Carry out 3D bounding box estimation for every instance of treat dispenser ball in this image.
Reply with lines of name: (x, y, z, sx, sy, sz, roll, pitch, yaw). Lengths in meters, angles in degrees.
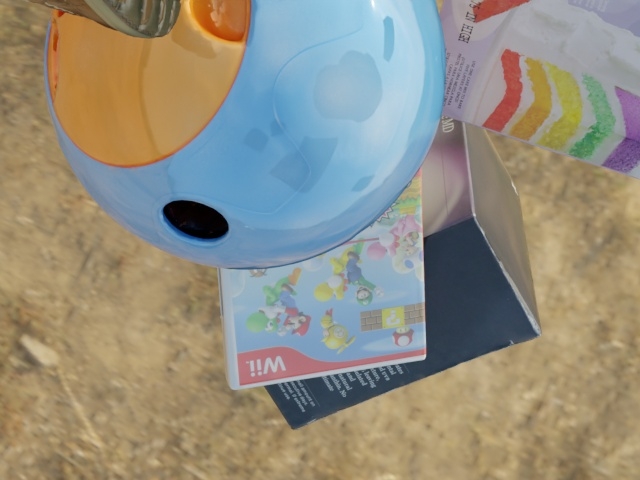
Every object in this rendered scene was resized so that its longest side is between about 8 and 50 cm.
treat dispenser ball: (-0.053, -0.123, 1.196, 0.288, 0.288, 0.288, -9, 107, -33)

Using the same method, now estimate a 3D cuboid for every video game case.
video game case: (0.000, 0.000, 1.606, 0.204, 0.025, 0.285, -8, 114, -12)

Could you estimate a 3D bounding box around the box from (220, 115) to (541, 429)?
box: (0.064, 0.009, 1.827, 0.294, 0.296, 0.182, -22, 120, 14)

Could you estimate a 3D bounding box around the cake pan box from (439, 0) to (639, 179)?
cake pan box: (0.231, -0.203, 1.411, 0.246, 0.070, 0.266, 19, 114, 2)

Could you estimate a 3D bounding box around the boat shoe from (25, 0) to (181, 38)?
boat shoe: (-0.166, -0.192, 0.869, 0.324, 0.120, 0.122, 32, 65, -70)
